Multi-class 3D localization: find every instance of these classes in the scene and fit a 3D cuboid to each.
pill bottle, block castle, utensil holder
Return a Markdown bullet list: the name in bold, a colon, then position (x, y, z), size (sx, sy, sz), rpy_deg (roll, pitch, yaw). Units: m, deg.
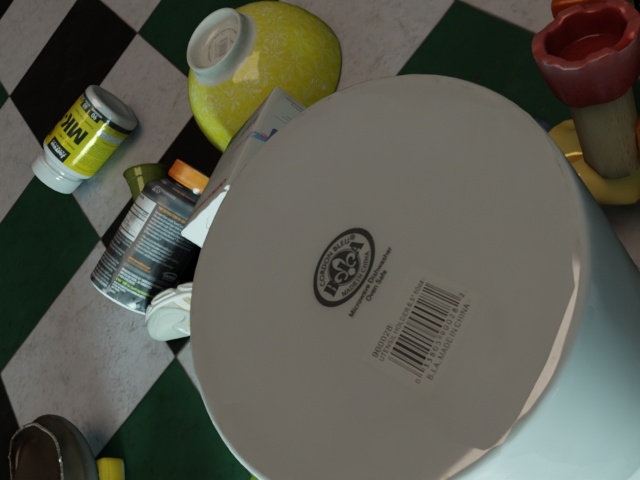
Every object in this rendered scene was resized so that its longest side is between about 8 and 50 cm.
- **pill bottle**: position (-0.484, -0.202, 1.291), size (0.208, 0.119, 0.119), rpy_deg (-45, 52, 12)
- **pill bottle**: position (-0.261, -0.010, 1.044), size (0.130, 0.130, 0.246), rpy_deg (32, 91, 39)
- **block castle**: position (0.384, -0.286, 0.573), size (0.303, 0.213, 0.453), rpy_deg (1, 53, 37)
- **utensil holder**: position (0.123, 0.080, 0.570), size (0.327, 0.385, 0.327), rpy_deg (-15, 62, 31)

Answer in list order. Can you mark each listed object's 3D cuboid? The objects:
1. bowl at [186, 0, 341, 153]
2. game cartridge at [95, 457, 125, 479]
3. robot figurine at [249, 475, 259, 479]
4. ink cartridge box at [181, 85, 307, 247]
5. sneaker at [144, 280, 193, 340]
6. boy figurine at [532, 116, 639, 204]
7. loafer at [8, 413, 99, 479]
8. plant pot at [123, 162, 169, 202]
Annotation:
- **bowl**: position (-0.128, -0.290, 1.051), size (0.289, 0.156, 0.289), rpy_deg (-14, 64, 31)
- **game cartridge**: position (-0.404, 0.535, 0.969), size (0.285, 0.052, 0.324), rpy_deg (-28, 56, 23)
- **robot figurine**: position (-0.043, 0.305, 0.797), size (0.115, 0.067, 0.101), rpy_deg (-43, 48, 13)
- **ink cartridge box**: position (-0.098, -0.093, 0.915), size (0.154, 0.093, 0.212), rpy_deg (-35, 26, 47)
- **sneaker**: position (-0.159, 0.120, 0.943), size (0.262, 0.099, 0.121), rpy_deg (-24, 63, 27)
- **boy figurine**: position (0.296, -0.087, 0.691), size (0.285, 0.092, 0.177), rpy_deg (18, 42, 28)
- **loafer**: position (-0.397, 0.414, 0.899), size (0.134, 0.130, 0.366), rpy_deg (-38, 55, 17)
- **plant pot**: position (-0.313, -0.088, 1.154), size (0.083, 0.083, 0.079), rpy_deg (-19, 72, 28)
